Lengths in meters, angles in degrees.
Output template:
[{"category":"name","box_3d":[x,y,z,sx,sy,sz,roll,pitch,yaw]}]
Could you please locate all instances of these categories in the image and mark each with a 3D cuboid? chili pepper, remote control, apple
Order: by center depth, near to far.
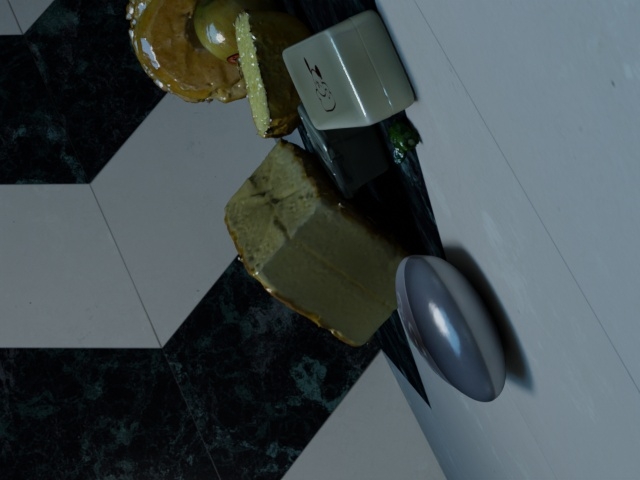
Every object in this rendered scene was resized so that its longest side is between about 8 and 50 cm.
[{"category":"chili pepper","box_3d":[0.104,-0.137,1.492,0.118,0.035,0.055,125,136,-81]},{"category":"remote control","box_3d":[0.184,0.122,1.598,0.221,0.103,0.332,62,175,-2]},{"category":"apple","box_3d":[-0.155,-0.423,2.155,0.155,0.182,0.182,39,-171,-28]}]

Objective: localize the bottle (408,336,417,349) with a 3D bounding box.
[{"category":"bottle","box_3d":[0.188,0.142,1.912,0.072,0.072,0.201,63,177,16]}]

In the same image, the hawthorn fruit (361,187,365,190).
[{"category":"hawthorn fruit","box_3d":[0.040,-0.042,2.216,0.179,0.173,0.173,16,-138,-59]}]

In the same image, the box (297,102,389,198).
[{"category":"box","box_3d":[0.040,-0.161,1.781,0.124,0.093,0.172,66,176,-34]}]

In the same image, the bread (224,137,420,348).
[{"category":"bread","box_3d":[0.000,0.000,1.907,0.279,0.207,0.279,33,-166,-33]}]

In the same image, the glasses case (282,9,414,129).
[{"category":"glasses case","box_3d":[0.030,-0.219,1.477,0.131,0.070,0.313,65,170,-10]}]

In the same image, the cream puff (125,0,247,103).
[{"category":"cream puff","box_3d":[-0.256,-0.469,2.439,0.343,0.327,0.231,24,-170,-22]}]

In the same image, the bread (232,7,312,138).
[{"category":"bread","box_3d":[-0.066,-0.299,1.938,0.143,0.139,0.229,151,107,-81]}]
